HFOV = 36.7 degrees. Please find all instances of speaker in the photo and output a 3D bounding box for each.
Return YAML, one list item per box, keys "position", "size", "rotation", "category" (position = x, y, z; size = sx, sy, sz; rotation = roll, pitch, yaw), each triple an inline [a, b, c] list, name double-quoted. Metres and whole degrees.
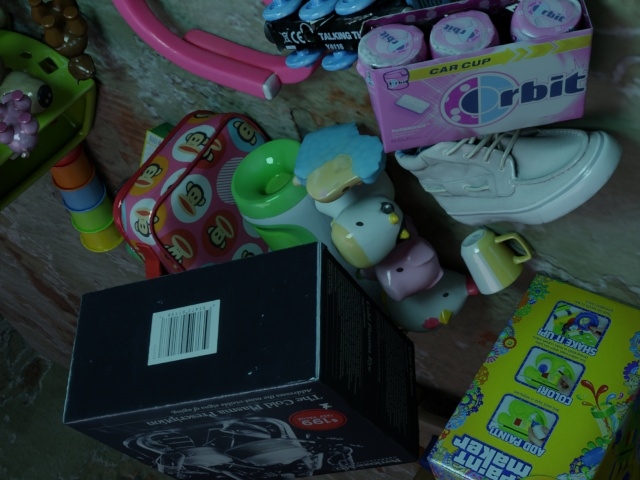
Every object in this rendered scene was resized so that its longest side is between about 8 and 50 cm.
- position: [0.000, 0.000, 1.296]
  size: [0.131, 0.131, 0.296]
  rotation: [14, 153, 40]
  category: "speaker"

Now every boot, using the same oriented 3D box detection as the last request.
- position: [0.170, -0.082, 0.960]
  size: [0.123, 0.095, 0.258]
  rotation: [36, 159, -18]
  category: "boot"

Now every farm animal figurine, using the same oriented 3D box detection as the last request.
- position: [-0.469, -0.204, 1.316]
  size: [0.326, 0.330, 0.172]
  rotation: [28, 159, 15]
  category: "farm animal figurine"

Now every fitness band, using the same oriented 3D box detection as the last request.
- position: [-0.125, -0.263, 1.081]
  size: [0.290, 0.054, 0.209]
  rotation: [23, 153, 26]
  category: "fitness band"

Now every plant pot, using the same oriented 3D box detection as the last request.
- position: [-0.505, -0.206, 1.506]
  size: [0.207, 0.227, 0.228]
  rotation: [43, 158, 0]
  category: "plant pot"

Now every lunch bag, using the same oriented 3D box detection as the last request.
- position: [-0.139, -0.004, 1.326]
  size: [0.120, 0.258, 0.293]
  rotation: [12, 147, 42]
  category: "lunch bag"

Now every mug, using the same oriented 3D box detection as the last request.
- position: [0.208, 0.017, 1.164]
  size: [0.064, 0.078, 0.062]
  rotation: [52, -174, -15]
  category: "mug"

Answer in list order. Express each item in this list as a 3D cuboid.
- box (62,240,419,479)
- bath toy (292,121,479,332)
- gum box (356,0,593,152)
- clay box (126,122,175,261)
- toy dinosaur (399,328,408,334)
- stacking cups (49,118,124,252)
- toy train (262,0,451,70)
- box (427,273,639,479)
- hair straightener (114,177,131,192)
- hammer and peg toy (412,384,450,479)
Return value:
- position: [-0.086, 0.177, 1.230]
  size: [0.343, 0.179, 0.312]
  rotation: [-13, 148, 22]
  category: "box"
- position: [0.094, 0.006, 1.199]
  size: [0.129, 0.151, 0.348]
  rotation: [-8, 141, 28]
  category: "bath toy"
- position: [0.126, -0.144, 0.818]
  size: [0.188, 0.062, 0.107]
  rotation: [-10, 146, 4]
  category: "gum box"
- position: [-0.220, -0.052, 1.470]
  size: [0.127, 0.053, 0.222]
  rotation: [29, 123, 17]
  category: "clay box"
- position: [0.043, 0.142, 1.578]
  size: [0.160, 0.121, 0.313]
  rotation: [44, 163, 11]
  category: "toy dinosaur"
- position: [-0.438, -0.101, 1.777]
  size: [0.096, 0.096, 0.316]
  rotation: [27, 152, 20]
  category: "stacking cups"
- position: [0.029, -0.212, 0.898]
  size: [0.184, 0.105, 0.080]
  rotation: [9, 136, 46]
  category: "toy train"
- position: [0.295, 0.251, 1.187]
  size: [0.177, 0.279, 0.290]
  rotation: [21, 152, 30]
  category: "box"
- position: [-0.275, -0.048, 1.695]
  size: [0.230, 0.047, 0.089]
  rotation: [21, 152, 31]
  category: "hair straightener"
- position: [0.280, 0.390, 1.666]
  size: [0.361, 0.127, 0.266]
  rotation: [14, 147, 41]
  category: "hammer and peg toy"
